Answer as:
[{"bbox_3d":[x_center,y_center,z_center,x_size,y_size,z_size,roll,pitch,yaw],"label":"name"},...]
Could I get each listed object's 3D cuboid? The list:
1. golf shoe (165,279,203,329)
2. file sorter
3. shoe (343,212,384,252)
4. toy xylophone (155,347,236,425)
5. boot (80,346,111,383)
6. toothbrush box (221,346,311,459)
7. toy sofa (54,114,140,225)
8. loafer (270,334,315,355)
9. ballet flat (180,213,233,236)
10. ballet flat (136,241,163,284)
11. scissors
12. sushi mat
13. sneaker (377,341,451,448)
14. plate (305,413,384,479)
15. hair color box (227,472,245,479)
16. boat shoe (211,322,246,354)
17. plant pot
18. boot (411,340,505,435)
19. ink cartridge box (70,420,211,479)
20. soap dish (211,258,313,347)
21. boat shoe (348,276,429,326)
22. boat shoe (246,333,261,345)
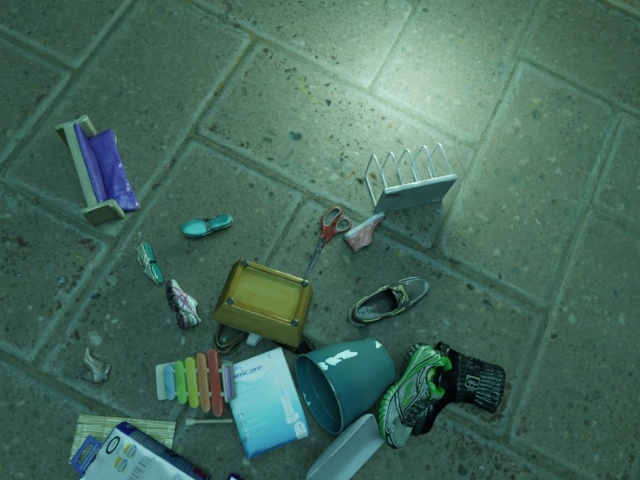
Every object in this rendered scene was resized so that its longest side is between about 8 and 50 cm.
[{"bbox_3d":[-0.473,0.215,1.883,0.086,0.067,0.186,-15,72,-41],"label":"golf shoe"},{"bbox_3d":[0.328,-0.237,2.038,0.278,0.193,0.173,-12,72,-10],"label":"file sorter"},{"bbox_3d":[0.178,-0.028,2.027,0.178,0.063,0.081,-32,81,-9],"label":"shoe"},{"bbox_3d":[-0.382,0.473,1.730,0.323,0.081,0.236,-18,80,31],"label":"toy xylophone"},{"bbox_3d":[-0.738,0.411,1.802,0.087,0.042,0.118,4,74,-12],"label":"boot"},{"bbox_3d":[-0.182,0.526,1.786,0.216,0.126,0.295,-19,77,-11],"label":"toothbrush box"},{"bbox_3d":[-0.784,-0.252,1.930,0.177,0.150,0.362,-20,77,-11],"label":"toy sofa"},{"bbox_3d":[-0.095,0.333,1.831,0.220,0.078,0.080,31,90,-26],"label":"loafer"},{"bbox_3d":[-0.405,-0.048,1.961,0.188,0.070,0.070,-10,75,-5],"label":"ballet flat"},{"bbox_3d":[-0.600,0.086,1.912,0.052,0.057,0.168,-28,74,15],"label":"ballet flat"},{"bbox_3d":[0.000,0.000,2.020,0.109,0.021,0.297,40,74,3],"label":"scissors"},{"bbox_3d":[-0.634,0.647,1.754,0.316,0.019,0.151,6,74,-5],"label":"sushi mat"},{"bbox_3d":[0.297,0.495,1.728,0.134,0.146,0.343,33,77,-37],"label":"sneaker"},{"bbox_3d":[0.077,0.677,1.719,0.277,0.278,0.045,-40,54,-15],"label":"plate"},{"bbox_3d":[-0.181,0.895,1.690,0.339,0.110,0.185,31,72,1],"label":"hair color box"},{"bbox_3d":[-0.258,0.242,1.864,0.123,0.116,0.324,27,73,1],"label":"boat shoe"},{"bbox_3d":[0.095,0.449,1.785,0.255,0.271,0.271,-20,77,-28],"label":"plant pot"},{"bbox_3d":[0.467,0.540,1.856,0.260,0.131,0.348,27,72,2],"label":"boot"},{"bbox_3d":[-0.573,0.739,1.651,0.395,0.151,0.270,33,77,-1],"label":"ink cartridge box"},{"bbox_3d":[-0.177,0.195,1.768,0.291,0.118,0.229,19,49,-3],"label":"soap dish"},{"bbox_3d":[0.255,0.212,1.944,0.324,0.097,0.116,-21,77,-12],"label":"boat shoe"},{"bbox_3d":[-0.144,0.264,1.882,0.096,0.098,0.277,38,72,6],"label":"boat shoe"}]
